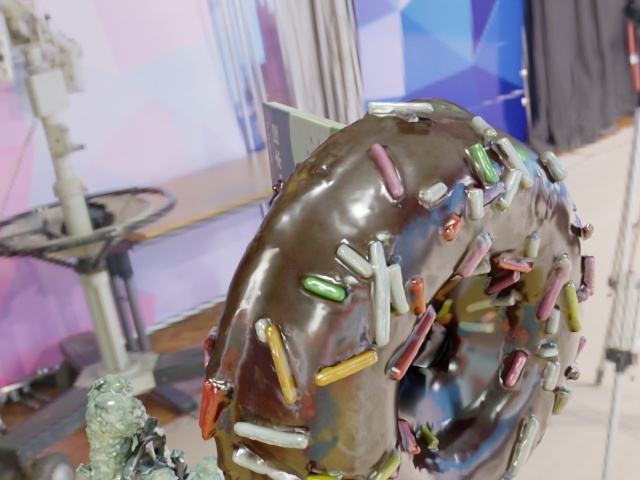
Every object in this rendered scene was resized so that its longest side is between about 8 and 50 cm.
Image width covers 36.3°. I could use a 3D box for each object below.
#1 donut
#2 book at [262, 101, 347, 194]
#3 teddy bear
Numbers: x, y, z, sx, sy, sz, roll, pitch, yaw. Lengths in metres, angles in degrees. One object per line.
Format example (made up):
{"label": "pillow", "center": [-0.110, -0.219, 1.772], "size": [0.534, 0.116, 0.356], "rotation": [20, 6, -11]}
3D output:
{"label": "donut", "center": [0.055, 0.056, 0.539], "size": [0.269, 0.270, 0.103], "rotation": [-24, 30, -37]}
{"label": "book", "center": [0.000, 0.000, 0.862], "size": [0.018, 0.229, 0.322], "rotation": [-10, 13, -13]}
{"label": "teddy bear", "center": [-0.146, 0.225, 0.884], "size": [0.111, 0.213, 0.133], "rotation": [-48, 7, -4]}
